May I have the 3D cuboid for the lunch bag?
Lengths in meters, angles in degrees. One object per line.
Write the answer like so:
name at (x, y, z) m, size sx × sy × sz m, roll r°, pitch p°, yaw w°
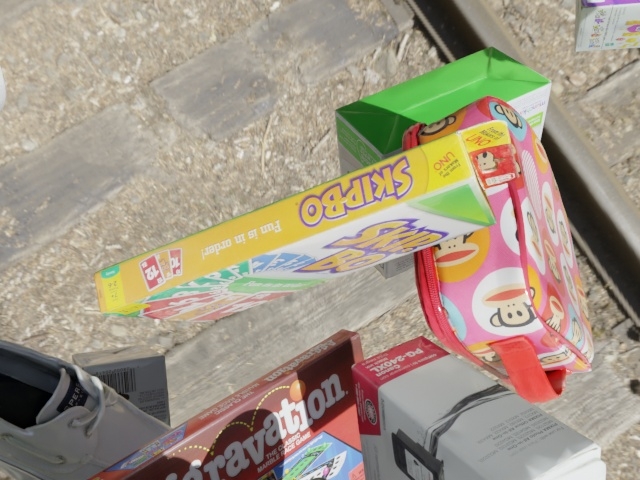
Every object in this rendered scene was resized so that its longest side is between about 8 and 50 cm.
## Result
lunch bag at (0.188, 0.031, 0.616) m, size 0.120 × 0.293 × 0.258 m, roll -18°, pitch 60°, yaw 26°

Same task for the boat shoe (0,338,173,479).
boat shoe at (-0.212, 0.143, 0.501) m, size 0.258 × 0.084 × 0.095 m, roll 24°, pitch 37°, yaw -20°

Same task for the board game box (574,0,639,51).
board game box at (0.476, -0.343, 0.802) m, size 0.275 × 0.144 × 0.142 m, roll 2°, pitch 85°, yaw 18°

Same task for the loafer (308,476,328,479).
loafer at (-0.030, 0.277, 0.421) m, size 0.087 × 0.094 × 0.251 m, roll 26°, pitch 104°, yaw 32°

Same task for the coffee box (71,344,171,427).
coffee box at (-0.244, 0.264, 0.782) m, size 0.098 × 0.141 × 0.247 m, roll -4°, pitch 89°, yaw -26°

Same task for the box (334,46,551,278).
box at (0.169, -0.105, 0.881) m, size 0.262 × 0.231 × 0.127 m, roll -26°, pitch 49°, yaw -15°

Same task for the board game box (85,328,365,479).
board game box at (-0.057, 0.195, 0.515) m, size 0.281 × 0.027 × 0.145 m, roll -24°, pitch 109°, yaw -39°

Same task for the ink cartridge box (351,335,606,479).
ink cartridge box at (0.086, 0.141, 0.379) m, size 0.063 × 0.150 × 0.109 m, roll -16°, pitch 111°, yaw -23°

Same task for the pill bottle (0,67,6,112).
pill bottle at (-0.530, -0.117, 0.649) m, size 0.210 × 0.210 × 0.363 m, roll 29°, pitch 47°, yaw 5°

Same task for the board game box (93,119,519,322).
board game box at (0.000, 0.000, 0.404) m, size 0.259 × 0.124 × 0.039 m, roll -23°, pitch 74°, yaw 16°
